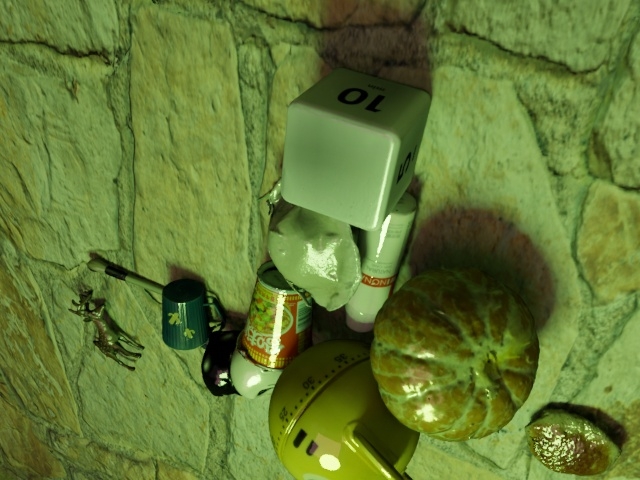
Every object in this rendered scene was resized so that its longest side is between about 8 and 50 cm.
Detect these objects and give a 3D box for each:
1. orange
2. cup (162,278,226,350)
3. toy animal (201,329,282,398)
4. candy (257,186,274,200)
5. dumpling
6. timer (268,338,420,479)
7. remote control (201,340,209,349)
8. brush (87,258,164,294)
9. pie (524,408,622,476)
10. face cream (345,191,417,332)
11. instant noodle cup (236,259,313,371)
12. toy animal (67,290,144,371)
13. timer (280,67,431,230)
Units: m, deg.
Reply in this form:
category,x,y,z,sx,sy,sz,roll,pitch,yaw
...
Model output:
category,x,y,z,sx,sy,sz,roll,pitch,yaw
orange,0.249,0.210,1.063,0.329,0.329,0.249,53,174,-12
cup,-0.343,0.195,1.509,0.176,0.131,0.155,-1,122,-6
toy animal,-0.176,0.316,1.446,0.234,0.187,0.165,-4,107,31
candy,-0.112,-0.098,1.237,0.083,0.025,0.023,-22,81,47
dumpling,0.002,-0.003,1.140,0.204,0.163,0.293,-17,99,26
timer,0.075,0.413,1.216,0.387,0.375,0.376,44,139,35
remote control,-0.305,0.310,1.620,0.152,0.027,0.044,26,126,9
brush,-0.542,0.112,1.605,0.299,0.042,0.039,20,90,15
pie,0.539,0.437,1.209,0.193,0.079,0.163,10,122,22
face cream,0.113,0.057,1.163,0.101,0.102,0.346,21,129,15
instant noodle cup,-0.095,0.165,1.313,0.193,0.193,0.212,19,121,16
toy animal,-0.687,0.301,1.786,0.259,0.087,0.244,32,130,2
timer,0.061,-0.163,0.976,0.192,0.195,0.195,21,128,15
